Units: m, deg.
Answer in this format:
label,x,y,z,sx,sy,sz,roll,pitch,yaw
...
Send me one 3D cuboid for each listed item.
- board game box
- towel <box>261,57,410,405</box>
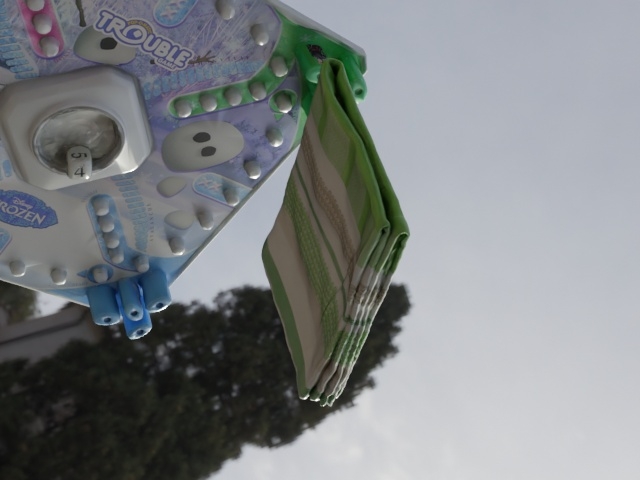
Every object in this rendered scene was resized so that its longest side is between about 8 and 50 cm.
label,x,y,z,sx,sy,sz,roll,pitch,yaw
board game box,-0.210,-0.086,0.964,0.390,0.390,0.050,-45,-137,26
towel,0.000,0.000,0.561,0.152,0.023,0.113,108,-32,-50
